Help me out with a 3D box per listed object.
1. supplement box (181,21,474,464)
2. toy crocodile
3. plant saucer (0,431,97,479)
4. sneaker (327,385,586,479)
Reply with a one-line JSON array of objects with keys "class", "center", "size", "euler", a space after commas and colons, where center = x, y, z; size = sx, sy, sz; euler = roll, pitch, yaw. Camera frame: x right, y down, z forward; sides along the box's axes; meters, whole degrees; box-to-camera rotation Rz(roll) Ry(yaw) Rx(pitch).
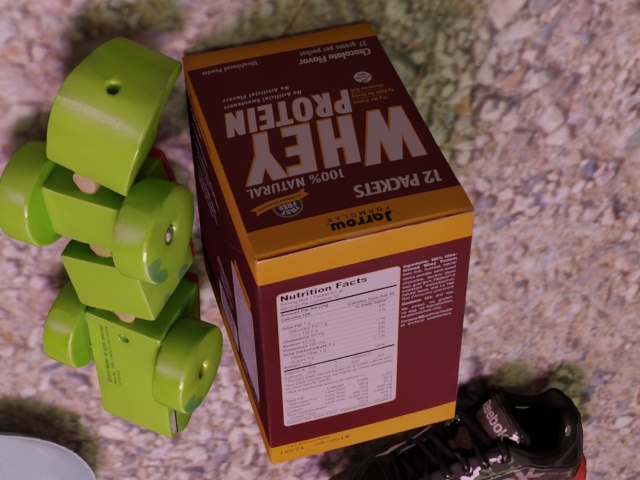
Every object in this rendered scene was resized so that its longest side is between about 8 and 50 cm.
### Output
[{"class": "supplement box", "center": [0.000, 0.000, 0.806], "size": [0.129, 0.191, 0.194], "euler": [-13, 137, -11]}, {"class": "toy crocodile", "center": [-0.127, 0.017, 0.842], "size": [0.115, 0.105, 0.340], "euler": [17, 140, 19]}, {"class": "plant saucer", "center": [-0.279, 0.207, 1.005], "size": [0.195, 0.037, 0.195], "euler": [-11, 136, -11]}, {"class": "sneaker", "center": [0.121, 0.200, 1.124], "size": [0.276, 0.097, 0.135], "euler": [-12, 136, -15]}]
